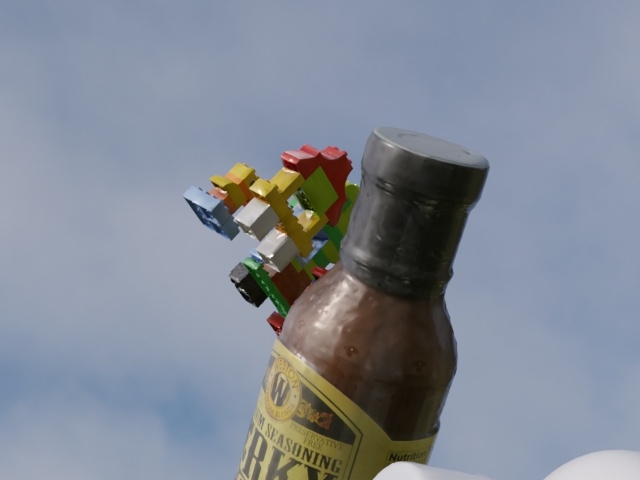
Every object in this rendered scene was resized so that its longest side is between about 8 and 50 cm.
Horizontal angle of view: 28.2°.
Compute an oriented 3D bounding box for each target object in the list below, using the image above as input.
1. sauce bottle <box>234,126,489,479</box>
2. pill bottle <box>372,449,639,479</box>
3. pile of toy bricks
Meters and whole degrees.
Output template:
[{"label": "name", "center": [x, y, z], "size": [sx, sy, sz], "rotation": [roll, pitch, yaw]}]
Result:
[{"label": "sauce bottle", "center": [0.015, 0.104, 0.756], "size": [0.111, 0.111, 0.344], "rotation": [8, -75, -30]}, {"label": "pill bottle", "center": [0.116, 0.127, 0.357], "size": [0.222, 0.124, 0.124], "rotation": [15, -41, -12]}, {"label": "pile of toy bricks", "center": [0.000, 0.000, 0.873], "size": [0.105, 0.118, 0.212], "rotation": [-47, -44, -16]}]
